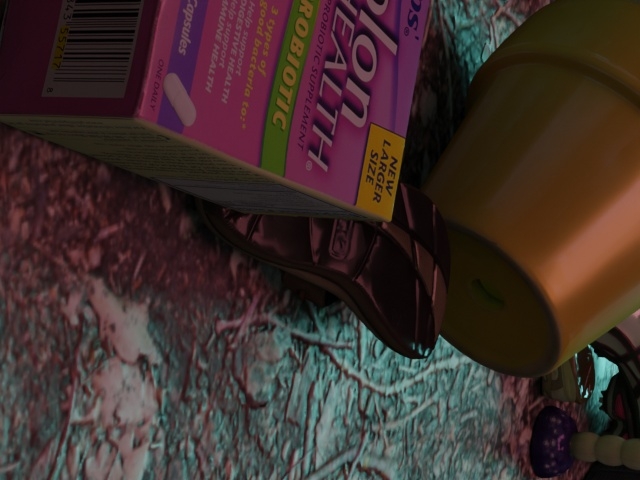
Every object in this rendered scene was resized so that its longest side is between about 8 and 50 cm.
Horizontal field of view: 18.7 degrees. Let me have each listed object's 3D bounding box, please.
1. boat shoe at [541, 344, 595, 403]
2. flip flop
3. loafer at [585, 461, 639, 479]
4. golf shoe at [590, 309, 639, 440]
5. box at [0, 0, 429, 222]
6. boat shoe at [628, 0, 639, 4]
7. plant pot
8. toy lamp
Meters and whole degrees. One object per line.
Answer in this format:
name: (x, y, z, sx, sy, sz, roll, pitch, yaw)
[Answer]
boat shoe: (0.222, 0.078, 1.817, 0.056, 0.048, 0.153, -33, 118, -50)
flip flop: (0.000, 0.000, 1.347, 0.277, 0.080, 0.112, 28, 68, -44)
loafer: (0.347, 0.255, 2.022, 0.302, 0.109, 0.095, -46, 139, -53)
golf shoe: (0.328, 0.096, 1.923, 0.105, 0.120, 0.273, -49, 130, -46)
box: (-0.052, -0.141, 1.128, 0.243, 0.117, 0.213, 22, 76, -53)
boat shoe: (0.282, -0.330, 1.754, 0.113, 0.127, 0.340, -51, 136, -54)
plant pot: (0.191, -0.026, 1.538, 0.239, 0.254, 0.254, -45, 136, -29)
toy lamp: (0.334, 0.201, 1.795, 0.080, 0.275, 0.080, -21, 114, -61)
